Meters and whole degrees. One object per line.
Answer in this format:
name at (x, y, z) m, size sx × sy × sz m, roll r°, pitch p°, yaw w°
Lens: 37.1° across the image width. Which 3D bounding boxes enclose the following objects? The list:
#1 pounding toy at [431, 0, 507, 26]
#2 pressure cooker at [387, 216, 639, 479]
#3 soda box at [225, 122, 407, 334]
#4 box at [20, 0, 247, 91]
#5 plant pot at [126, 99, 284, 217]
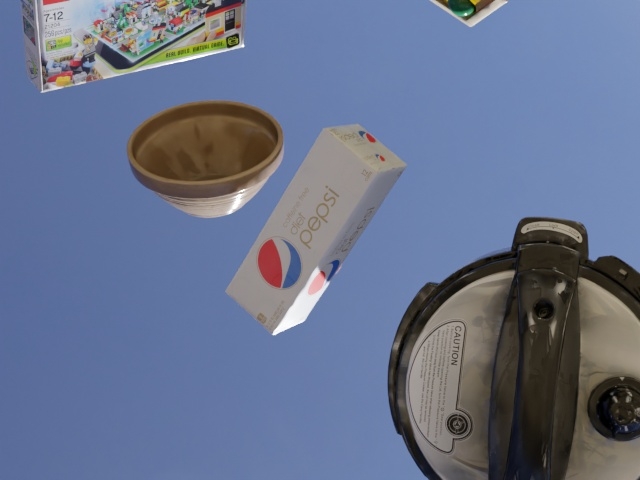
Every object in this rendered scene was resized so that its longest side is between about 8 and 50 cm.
pounding toy at (0.152, -0.372, 1.189) m, size 0.206 × 0.094 × 0.181 m, roll 31°, pitch 172°, yaw -9°
pressure cooker at (0.287, 0.181, 1.280) m, size 0.369 × 0.376 × 0.420 m, roll 53°, pitch -170°, yaw 6°
soda box at (-0.007, -0.010, 0.961) m, size 0.074 × 0.216 × 0.069 m, roll 42°, pitch -152°, yaw 17°
box at (-0.162, -0.209, 0.853) m, size 0.207 × 0.114 × 0.036 m, roll -20°, pitch -131°, yaw -29°
plant pot at (-0.174, -0.113, 1.477) m, size 0.238 × 0.109 × 0.237 m, roll -1°, pitch -141°, yaw 1°
